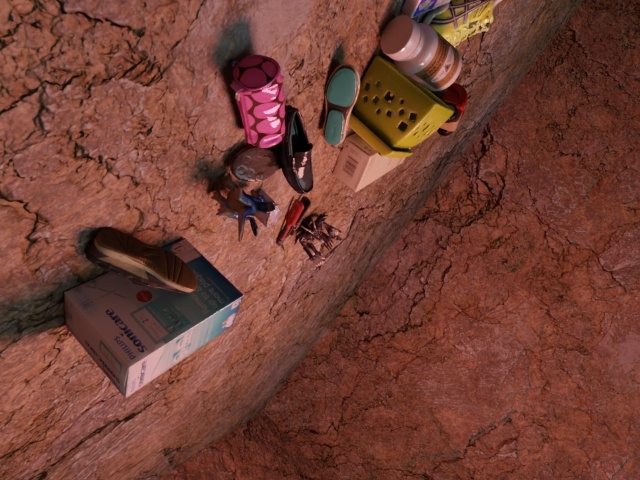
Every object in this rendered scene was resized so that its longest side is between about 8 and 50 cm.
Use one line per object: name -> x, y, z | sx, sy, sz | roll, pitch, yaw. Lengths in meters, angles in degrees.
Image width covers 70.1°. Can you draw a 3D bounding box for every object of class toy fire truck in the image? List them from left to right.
toy fire truck -> 0.397, -0.499, 1.541 | 0.247, 0.216, 0.158 | -63, 164, -9

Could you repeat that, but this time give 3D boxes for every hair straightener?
hair straightener -> -0.083, -0.055, 1.511 | 0.089, 0.047, 0.231 | -30, 154, -47

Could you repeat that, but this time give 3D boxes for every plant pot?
plant pot -> 0.218, -0.368, 1.329 | 0.207, 0.227, 0.228 | -51, 164, 24

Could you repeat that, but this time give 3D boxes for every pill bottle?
pill bottle -> 0.271, -0.505, 1.232 | 0.229, 0.131, 0.131 | 11, 121, -44

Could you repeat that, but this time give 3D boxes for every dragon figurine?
dragon figurine -> -0.160, -0.068, 1.042 | 0.144, 0.289, 0.085 | 31, 98, -34

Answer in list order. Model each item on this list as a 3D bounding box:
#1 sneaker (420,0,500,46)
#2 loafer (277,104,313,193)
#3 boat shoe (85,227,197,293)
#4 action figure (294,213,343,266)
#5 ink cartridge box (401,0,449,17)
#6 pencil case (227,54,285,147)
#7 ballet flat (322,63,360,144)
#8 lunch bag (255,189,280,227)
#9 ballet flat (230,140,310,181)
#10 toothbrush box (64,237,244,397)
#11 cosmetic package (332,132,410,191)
sneaker -> 0.418, -0.655, 1.343 | 0.385, 0.147, 0.145 | -50, 165, 8
loafer -> -0.054, -0.206, 1.071 | 0.076, 0.078, 0.224 | -42, 131, -34
boat shoe -> -0.354, 0.053, 0.915 | 0.073, 0.080, 0.223 | -37, 131, 21
action figure -> 0.000, 0.000, 1.682 | 0.164, 0.141, 0.276 | -47, 166, -5
ink cartridge box -> 0.319, -0.684, 1.154 | 0.206, 0.045, 0.208 | -37, 171, -33
pencil case -> -0.122, -0.266, 0.908 | 0.098, 0.095, 0.209 | -52, 166, -17
ballet flat -> 0.053, -0.362, 1.189 | 0.086, 0.086, 0.249 | -38, 161, -33
lunch bag -> -0.146, -0.089, 1.244 | 0.053, 0.071, 0.083 | -35, 157, -36
ballet flat -> -0.124, -0.203, 1.099 | 0.249, 0.058, 0.084 | -31, 126, -41
toothbrush box -> -0.354, 0.152, 0.990 | 0.295, 0.216, 0.126 | -31, 155, -44
cosmetic package -> 0.193, -0.306, 1.568 | 0.309, 0.113, 0.160 | -34, 156, -39
